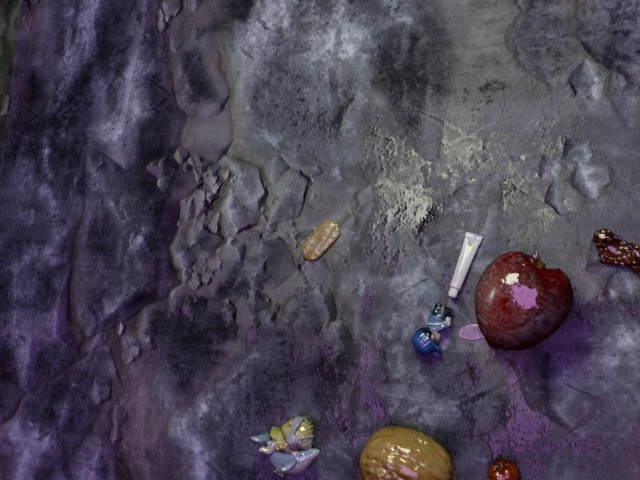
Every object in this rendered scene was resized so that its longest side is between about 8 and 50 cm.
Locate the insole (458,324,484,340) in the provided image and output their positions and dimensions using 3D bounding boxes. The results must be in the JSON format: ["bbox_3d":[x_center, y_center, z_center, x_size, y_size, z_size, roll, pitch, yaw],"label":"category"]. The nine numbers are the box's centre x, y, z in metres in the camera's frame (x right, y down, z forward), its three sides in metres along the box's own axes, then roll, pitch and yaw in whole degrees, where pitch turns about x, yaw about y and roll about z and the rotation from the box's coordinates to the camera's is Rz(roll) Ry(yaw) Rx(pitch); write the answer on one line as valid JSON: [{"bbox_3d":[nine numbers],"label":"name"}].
[{"bbox_3d":[0.451,0.256,1.548,0.135,0.002,0.044,-4,82,20],"label":"insole"}]

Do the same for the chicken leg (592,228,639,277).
[{"bbox_3d":[0.786,0.050,1.426,0.205,0.053,0.093,45,122,27],"label":"chicken leg"}]

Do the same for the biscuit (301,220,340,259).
[{"bbox_3d":[0.000,0.000,1.747,0.147,0.018,0.071,-45,69,9],"label":"biscuit"}]

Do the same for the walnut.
[{"bbox_3d":[0.232,0.611,1.474,0.257,0.257,0.224,12,119,22],"label":"walnut"}]

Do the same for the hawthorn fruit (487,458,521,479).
[{"bbox_3d":[0.482,0.622,1.451,0.081,0.081,0.093,-20,105,17],"label":"hawthorn fruit"}]

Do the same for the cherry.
[{"bbox_3d":[0.512,0.159,1.437,0.230,0.203,0.300,29,107,20],"label":"cherry"}]

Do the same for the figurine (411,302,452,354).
[{"bbox_3d":[0.317,0.251,1.564,0.086,0.087,0.149,24,91,60],"label":"figurine"}]

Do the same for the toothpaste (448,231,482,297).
[{"bbox_3d":[0.405,0.071,1.579,0.048,0.031,0.190,20,87,25],"label":"toothpaste"}]

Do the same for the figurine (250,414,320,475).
[{"bbox_3d":[-0.095,0.599,1.646,0.209,0.128,0.183,11,84,26],"label":"figurine"}]
